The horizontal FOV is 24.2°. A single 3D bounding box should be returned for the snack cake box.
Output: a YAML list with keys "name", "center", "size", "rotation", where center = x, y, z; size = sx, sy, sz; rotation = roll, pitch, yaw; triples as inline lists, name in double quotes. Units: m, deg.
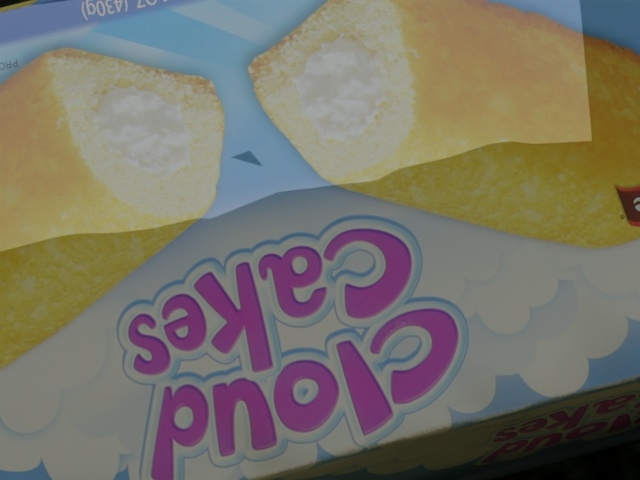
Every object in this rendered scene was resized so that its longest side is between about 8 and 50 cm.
- name: "snack cake box"
  center: [0.000, 0.000, 0.434]
  size: [0.264, 0.089, 0.152]
  rotation: [-14, 69, -6]
